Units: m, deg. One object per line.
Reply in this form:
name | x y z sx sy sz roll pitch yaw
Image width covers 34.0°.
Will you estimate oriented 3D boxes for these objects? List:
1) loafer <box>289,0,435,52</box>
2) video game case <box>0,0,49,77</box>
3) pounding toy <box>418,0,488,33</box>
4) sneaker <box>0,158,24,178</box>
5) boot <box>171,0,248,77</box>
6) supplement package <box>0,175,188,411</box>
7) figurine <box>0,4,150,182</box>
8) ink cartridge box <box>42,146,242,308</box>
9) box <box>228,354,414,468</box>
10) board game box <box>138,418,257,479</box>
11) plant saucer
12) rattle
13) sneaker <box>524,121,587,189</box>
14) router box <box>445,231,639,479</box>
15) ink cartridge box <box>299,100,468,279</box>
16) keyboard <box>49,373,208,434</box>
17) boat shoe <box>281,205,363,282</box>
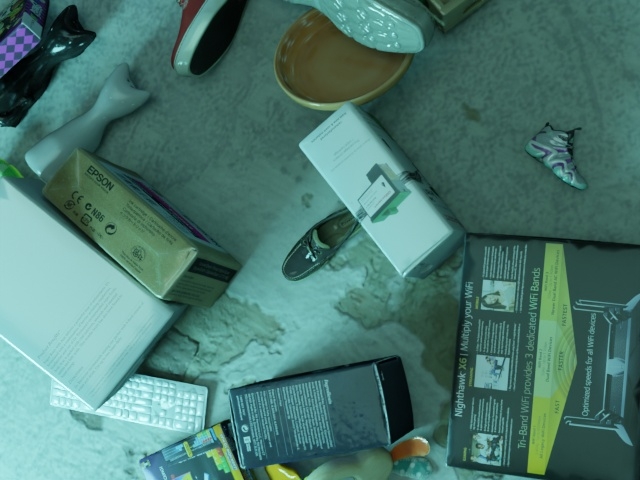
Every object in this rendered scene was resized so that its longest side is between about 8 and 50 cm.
loafer | 0.036 -0.350 1.401 0.319 0.112 0.111 36 72 30
video game case | -0.502 -0.270 1.557 0.232 0.210 0.042 -38 119 12
pounding toy | 0.158 -0.356 1.413 0.141 0.100 0.130 -37 78 1
sneaker | -0.526 0.019 1.578 0.109 0.123 0.295 24 94 17
boot | -0.198 -0.367 1.520 0.176 0.088 0.244 22 86 17
supplement package | -0.355 0.067 1.455 0.293 0.175 0.177 39 93 -1
figurine | -0.381 -0.216 1.569 0.209 0.092 0.215 -45 77 6
ink cartridge box | -0.243 -0.014 1.456 0.235 0.193 0.088 39 94 15
box | 0.005 0.226 1.390 0.207 0.153 0.108 -12 84 17
board game box | -0.160 0.360 1.485 0.141 0.048 0.170 -27 82 13
plant saucer | 0.035 -0.252 1.429 0.200 0.037 0.200 -9 55 13
rattle | 0.041 0.309 1.440 0.200 0.143 0.130 -42 109 -4
sneaker | 0.324 -0.117 1.369 0.098 0.038 0.069 41 100 14
router box | 0.297 0.150 1.342 0.243 0.081 0.308 5 89 17
ink cartridge box | 0.090 -0.062 1.376 0.092 0.160 0.219 -41 78 11
keyboard | -0.287 0.231 1.552 0.256 0.014 0.072 8 90 17
boat shoe | 0.000 0.000 1.456 0.152 0.049 0.056 -44 77 11
